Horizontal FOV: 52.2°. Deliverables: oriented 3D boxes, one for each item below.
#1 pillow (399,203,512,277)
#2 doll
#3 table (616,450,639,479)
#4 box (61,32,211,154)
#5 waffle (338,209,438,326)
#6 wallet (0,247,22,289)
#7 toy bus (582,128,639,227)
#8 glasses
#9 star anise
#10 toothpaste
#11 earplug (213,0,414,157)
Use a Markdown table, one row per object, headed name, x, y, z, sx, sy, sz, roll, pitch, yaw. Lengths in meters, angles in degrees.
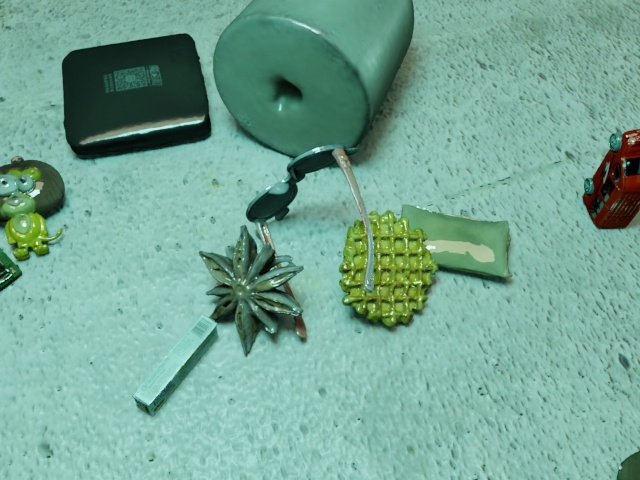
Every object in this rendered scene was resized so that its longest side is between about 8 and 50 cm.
| name | x | y | z | sx | sy | sz | roll | pitch | yaw |
| --- | --- | --- | --- | --- | --- | --- | --- | --- | --- |
| pillow | 0.233 | 0.001 | 1.138 | 0.208 | 0.053 | 0.119 | 9 | 52 | 9 |
| doll | -0.512 | -0.066 | 1.147 | 0.145 | 0.096 | 0.188 | -37 | 73 | -17 |
| table | 0.560 | 0.321 | 0.790 | 0.317 | 0.249 | 0.317 | 1 | 54 | -1 |
| box | -0.376 | -0.302 | 1.332 | 0.288 | 0.073 | 0.290 | -12 | 55 | -10 |
| waffle | 0.109 | 0.044 | 1.061 | 0.191 | 0.038 | 0.191 | 3 | 81 | -19 |
| wallet | -0.635 | 0.070 | 1.068 | 0.160 | 0.055 | 0.236 | 40 | 61 | 17 |
| toy bus | 0.530 | -0.108 | 1.137 | 0.081 | 0.195 | 0.089 | -1 | 57 | -3 |
| glasses | 0.000 | 0.000 | 1.056 | 0.118 | 0.234 | 0.268 | -1 | 62 | -47 |
| star anise | -0.116 | 0.076 | 1.031 | 0.195 | 0.182 | 0.065 | 38 | 17 | 9 |
| toothpaste | -0.216 | 0.187 | 0.994 | 0.034 | 0.046 | 0.164 | 29 | 58 | 16 |
| earplug | 0.018 | -0.391 | 1.271 | 0.312 | 0.313 | 0.394 | 20 | 53 | 13 |
